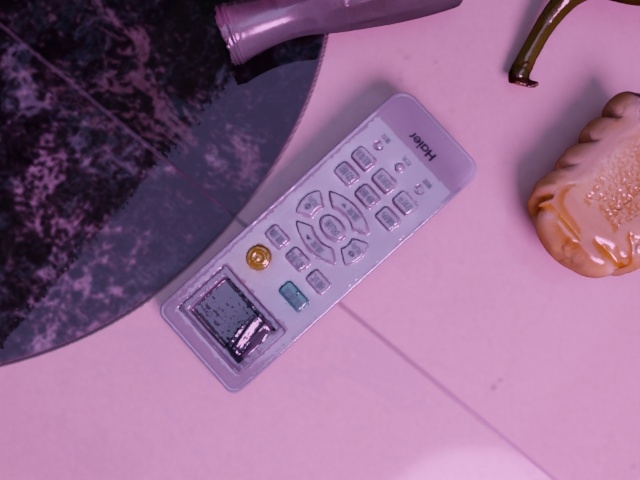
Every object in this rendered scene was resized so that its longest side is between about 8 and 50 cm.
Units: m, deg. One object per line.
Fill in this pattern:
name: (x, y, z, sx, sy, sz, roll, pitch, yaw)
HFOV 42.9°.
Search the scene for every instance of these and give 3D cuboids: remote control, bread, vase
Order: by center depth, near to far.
bread: (0.261, -0.048, 0.710, 0.177, 0.084, 0.119, -44, 86, -5)
remote control: (0.000, 0.000, 0.715, 0.293, 0.051, 0.103, -42, 86, -2)
vase: (0.014, -0.216, 0.725, 0.214, 0.086, 0.086, -19, 85, 1)

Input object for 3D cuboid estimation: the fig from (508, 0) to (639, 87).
fig: (0.266, -0.246, 0.732, 0.259, 0.151, 0.151, -35, 86, 23)
